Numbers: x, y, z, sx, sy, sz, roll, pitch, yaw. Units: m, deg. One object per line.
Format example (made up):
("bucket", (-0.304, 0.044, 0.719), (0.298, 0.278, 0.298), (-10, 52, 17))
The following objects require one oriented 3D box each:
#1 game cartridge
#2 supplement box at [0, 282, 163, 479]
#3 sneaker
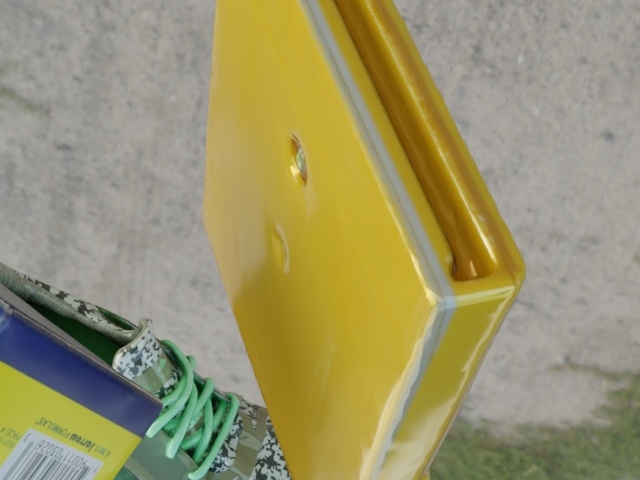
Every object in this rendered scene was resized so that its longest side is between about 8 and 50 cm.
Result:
("game cartridge", (0.000, 0.000, 0.680), (0.052, 0.285, 0.324), (-13, 149, -16))
("supplement box", (-0.294, 0.165, 0.691), (0.194, 0.356, 0.195), (31, 171, 27))
("sneaker", (-0.146, 0.139, 1.008), (0.410, 0.158, 0.182), (25, 148, -10))
